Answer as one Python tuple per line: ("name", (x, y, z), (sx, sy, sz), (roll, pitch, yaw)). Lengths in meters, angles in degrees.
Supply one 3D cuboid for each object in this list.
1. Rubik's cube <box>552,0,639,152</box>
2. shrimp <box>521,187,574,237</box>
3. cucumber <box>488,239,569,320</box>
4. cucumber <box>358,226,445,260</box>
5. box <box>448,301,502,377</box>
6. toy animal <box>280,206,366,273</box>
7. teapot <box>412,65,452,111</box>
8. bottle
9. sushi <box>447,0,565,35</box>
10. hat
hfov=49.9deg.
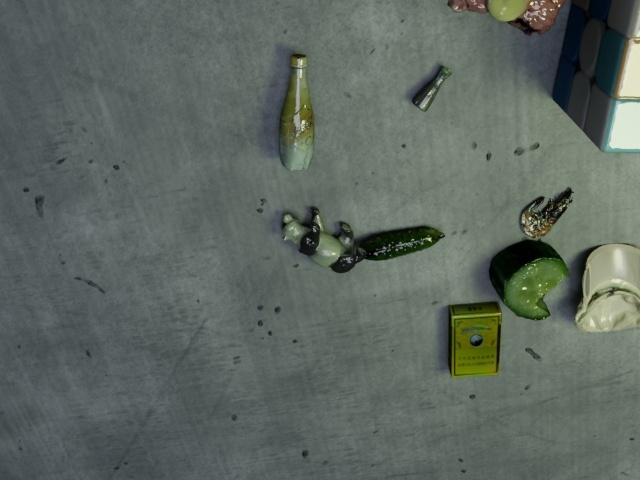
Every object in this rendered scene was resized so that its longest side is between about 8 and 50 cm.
("Rubik's cube", (0.711, -0.390, 1.396), (0.343, 0.347, 0.347), (2, 118, -2))
("shrimp", (0.575, -0.074, 1.749), (0.091, 0.034, 0.161), (29, 116, -14))
("cucumber", (0.541, 0.097, 1.800), (0.191, 0.130, 0.191), (-3, 117, -6))
("cucumber", (0.211, 0.008, 1.782), (0.227, 0.069, 0.069), (-13, 118, 3))
("box", (0.432, 0.281, 1.932), (0.140, 0.064, 0.220), (-3, 118, 3))
("toy animal", (0.000, 0.000, 1.767), (0.225, 0.094, 0.121), (29, 124, -16))
("teapot", (0.262, -0.353, 1.593), (0.042, 0.043, 0.111), (32, 112, -16))
("bottle", (-0.052, -0.296, 1.602), (0.083, 0.083, 0.270), (3, 118, -2))
("sushi", (0.369, -0.527, 1.391), (0.269, 0.237, 0.171), (14, 127, -12))
("hat", (0.771, 0.129, 1.841), (0.219, 0.164, 0.226), (-4, 80, 3))
